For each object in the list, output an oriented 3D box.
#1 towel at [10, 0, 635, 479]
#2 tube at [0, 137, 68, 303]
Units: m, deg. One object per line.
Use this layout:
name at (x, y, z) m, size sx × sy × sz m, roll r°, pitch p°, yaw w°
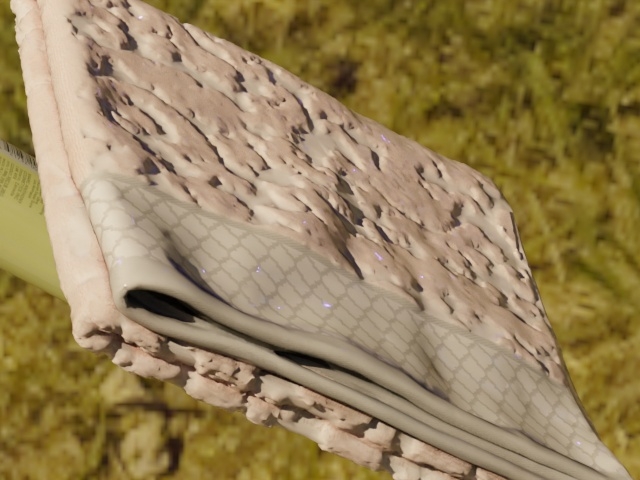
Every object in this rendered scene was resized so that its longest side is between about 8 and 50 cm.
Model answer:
towel at (0.000, 0.000, 0.985) m, size 0.332 × 0.053 × 0.317 m, roll 26°, pitch 25°, yaw -29°
tube at (-0.110, 0.018, 1.026) m, size 0.240 × 0.070 × 0.062 m, roll 30°, pitch -16°, yaw -29°
